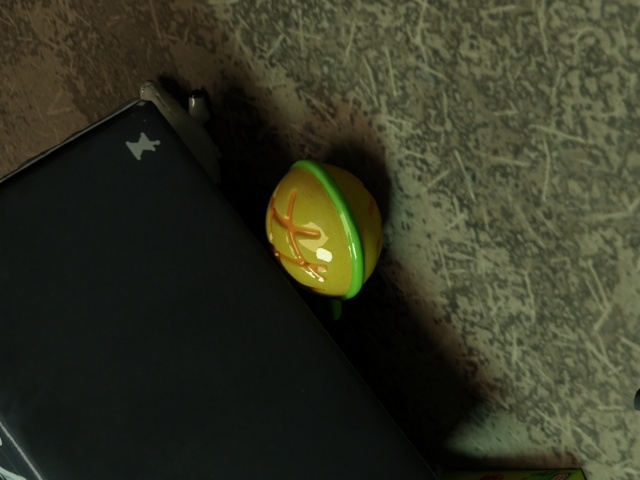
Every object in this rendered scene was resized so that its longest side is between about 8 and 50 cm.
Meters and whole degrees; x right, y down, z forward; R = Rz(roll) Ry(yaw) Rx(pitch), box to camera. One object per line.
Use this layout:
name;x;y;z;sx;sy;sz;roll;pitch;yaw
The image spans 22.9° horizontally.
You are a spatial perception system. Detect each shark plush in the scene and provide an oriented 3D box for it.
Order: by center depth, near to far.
shark plush;-0.121;-0.089;1.551;0.161;0.073;0.067;48;170;-24

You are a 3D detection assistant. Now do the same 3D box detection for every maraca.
maraca;0.000;0.000;1.413;0.127;0.099;0.185;63;161;21

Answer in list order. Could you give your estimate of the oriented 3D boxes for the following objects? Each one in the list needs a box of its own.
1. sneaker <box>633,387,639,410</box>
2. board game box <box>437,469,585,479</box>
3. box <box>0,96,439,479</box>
sneaker;0.332;0.129;1.125;0.256;0.094;0.151;-22;97;53
board game box;0.180;0.260;1.447;0.181;0.043;0.092;-12;107;52
box;-0.174;0.198;1.529;0.480;0.297;0.472;53;155;6
